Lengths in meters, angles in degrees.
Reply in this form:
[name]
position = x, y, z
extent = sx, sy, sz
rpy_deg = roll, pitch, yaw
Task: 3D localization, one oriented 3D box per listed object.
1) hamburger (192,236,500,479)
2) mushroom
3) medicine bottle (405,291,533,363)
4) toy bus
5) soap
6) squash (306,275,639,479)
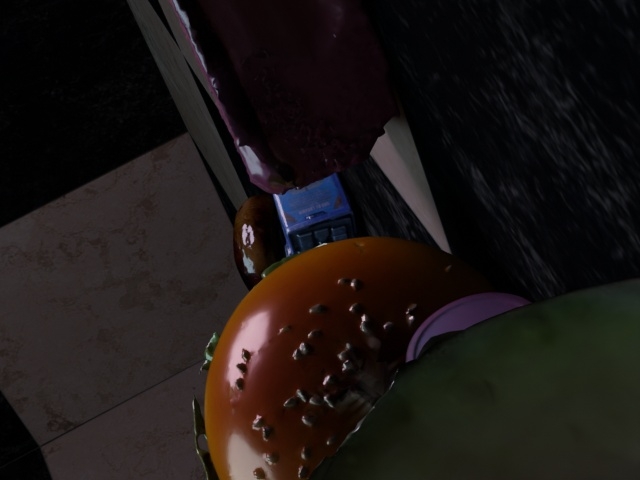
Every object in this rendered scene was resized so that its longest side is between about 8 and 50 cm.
[hamburger]
position = 0.036, 0.113, 1.026
extent = 0.246, 0.246, 0.170
rpy_deg = 61, 172, 12
[mushroom]
position = -0.060, 0.013, 1.605
extent = 0.123, 0.052, 0.123
rpy_deg = -8, -90, -86
[medicine bottle]
position = 0.113, 0.122, 0.884
extent = 0.094, 0.119, 0.188
rpy_deg = 52, 169, 53
[toy bus]
position = 0.002, -0.002, 1.587
extent = 0.236, 0.079, 0.094
rpy_deg = 78, 179, -70
[soap]
position = -0.055, -0.175, 1.034
extent = 0.289, 0.112, 0.182
rpy_deg = 63, 174, -11
[squash]
position = 0.114, 0.200, 0.554
extent = 0.263, 0.263, 0.384
rpy_deg = 59, 174, 27
